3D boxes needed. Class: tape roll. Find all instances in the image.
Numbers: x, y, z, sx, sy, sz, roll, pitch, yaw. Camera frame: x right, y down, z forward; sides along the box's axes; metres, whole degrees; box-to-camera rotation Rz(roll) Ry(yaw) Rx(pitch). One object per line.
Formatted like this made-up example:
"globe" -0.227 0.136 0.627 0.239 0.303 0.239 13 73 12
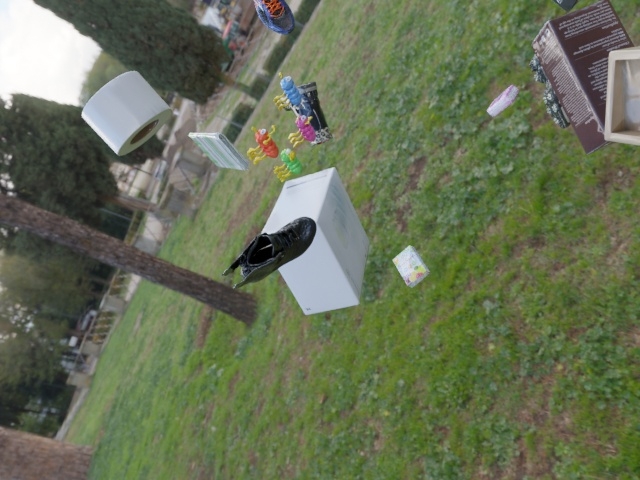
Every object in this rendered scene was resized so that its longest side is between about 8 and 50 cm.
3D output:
"tape roll" -0.656 -0.432 1.726 0.246 0.169 0.246 -39 10 9

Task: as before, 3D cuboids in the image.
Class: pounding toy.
"pounding toy" 0.481 -0.212 0.639 0.206 0.094 0.181 -133 31 -66

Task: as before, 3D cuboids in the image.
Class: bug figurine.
"bug figurine" -0.088 -0.297 1.356 0.072 0.216 0.278 2 59 31

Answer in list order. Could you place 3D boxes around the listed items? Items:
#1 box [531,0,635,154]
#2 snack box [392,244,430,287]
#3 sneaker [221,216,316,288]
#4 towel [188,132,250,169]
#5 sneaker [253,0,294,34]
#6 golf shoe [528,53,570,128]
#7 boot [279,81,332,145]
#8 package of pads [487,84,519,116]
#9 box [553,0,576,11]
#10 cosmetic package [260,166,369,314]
"box" 0.786 -0.461 1.435 0.143 0.191 0.381 76 173 -79
"snack box" 0.365 0.104 2.040 0.100 0.037 0.141 -43 51 22
"sneaker" -0.067 0.013 0.731 0.170 0.051 0.089 -39 -9 -18
"towel" -0.238 -0.214 1.188 0.152 0.113 0.023 17 63 50
"sneaker" -0.142 -0.626 1.287 0.083 0.221 0.087 -36 17 5
"golf shoe" 0.805 -0.515 1.695 0.120 0.272 0.105 -21 4 11
"boot" -0.047 -0.376 1.557 0.178 0.085 0.236 70 163 -9
"package of pads" 0.487 -0.372 1.350 0.050 0.032 0.083 -52 4 -24
"box" 0.504 -0.535 0.841 0.216 0.060 0.270 -48 -7 10
"cosmetic package" 0.000 0.000 1.113 0.138 0.224 0.224 -14 33 23
